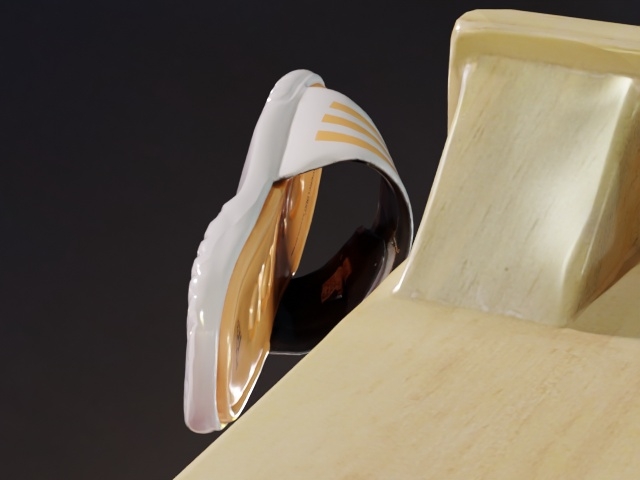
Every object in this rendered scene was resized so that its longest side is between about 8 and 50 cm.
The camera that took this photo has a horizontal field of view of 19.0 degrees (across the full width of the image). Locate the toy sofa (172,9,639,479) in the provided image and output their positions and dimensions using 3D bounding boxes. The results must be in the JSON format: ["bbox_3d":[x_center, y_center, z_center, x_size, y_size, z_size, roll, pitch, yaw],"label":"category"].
[{"bbox_3d":[0.023,0.102,0.303,0.150,0.362,0.177,10,-63,26],"label":"toy sofa"}]

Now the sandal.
[{"bbox_3d":[-0.001,0.010,0.814,0.076,0.102,0.265,8,25,5],"label":"sandal"}]
